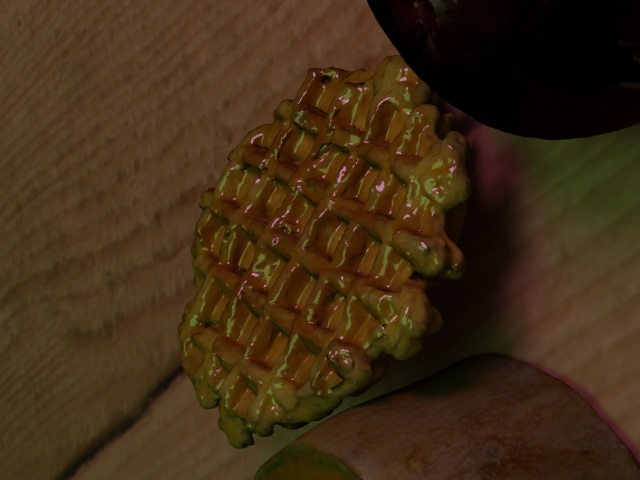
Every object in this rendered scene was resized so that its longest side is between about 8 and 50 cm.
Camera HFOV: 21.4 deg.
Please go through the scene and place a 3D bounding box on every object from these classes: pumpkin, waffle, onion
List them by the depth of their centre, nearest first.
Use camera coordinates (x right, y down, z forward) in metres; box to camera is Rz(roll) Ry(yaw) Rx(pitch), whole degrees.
[{"bbox_3d":[0.121,-0.177,1.047,0.273,0.285,0.273,21,126,32],"label":"onion"},{"bbox_3d":[0.073,0.254,1.205,0.332,0.199,0.332,1,91,52],"label":"pumpkin"},{"bbox_3d":[0.000,0.000,1.292,0.325,0.068,0.302,-31,45,36],"label":"waffle"}]
